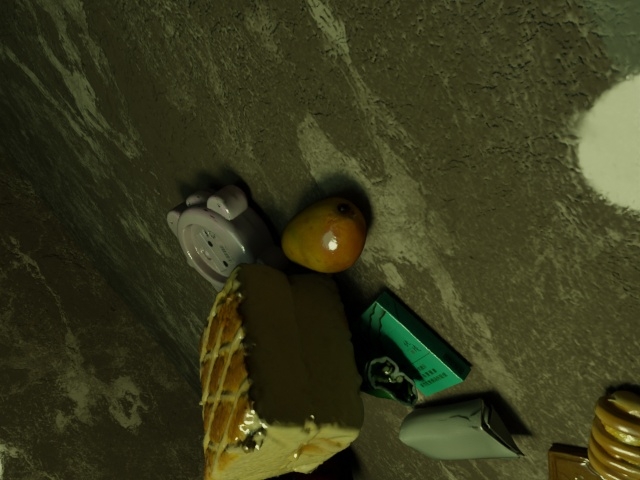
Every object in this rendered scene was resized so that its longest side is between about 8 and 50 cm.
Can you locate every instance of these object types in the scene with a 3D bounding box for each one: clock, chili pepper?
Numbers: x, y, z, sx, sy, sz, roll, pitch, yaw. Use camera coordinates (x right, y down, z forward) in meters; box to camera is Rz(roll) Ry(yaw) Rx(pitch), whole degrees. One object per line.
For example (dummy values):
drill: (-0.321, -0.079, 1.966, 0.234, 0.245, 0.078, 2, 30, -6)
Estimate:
clock: (-0.234, 0.005, 1.185, 0.322, 0.113, 0.295, -17, 110, 53)
chili pepper: (0.097, 0.290, 1.067, 0.136, 0.099, 0.270, 22, 168, -19)

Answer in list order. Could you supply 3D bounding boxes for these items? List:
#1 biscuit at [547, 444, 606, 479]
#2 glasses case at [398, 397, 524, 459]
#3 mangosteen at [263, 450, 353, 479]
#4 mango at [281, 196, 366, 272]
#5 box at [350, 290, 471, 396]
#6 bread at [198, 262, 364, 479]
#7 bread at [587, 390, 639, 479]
biscuit: (0.522, 0.460, 0.848, 0.215, 0.034, 0.182, 14, 134, 41)
glasses case: (0.298, 0.412, 1.016, 0.128, 0.083, 0.308, 43, 147, -1)
mangosteen: (-0.073, 0.786, 1.599, 0.381, 0.421, 0.380, -1, 141, -1)
mango: (0.000, 0.000, 0.909, 0.138, 0.113, 0.253, 54, 148, -7)
box: (0.180, 0.221, 0.989, 0.226, 0.042, 0.161, 42, 148, 8)
bread: (-0.102, 0.298, 1.022, 0.390, 0.280, 0.371, 118, 145, -45)
bread: (0.471, 0.307, 0.713, 0.119, 0.084, 0.177, 12, 128, 42)
